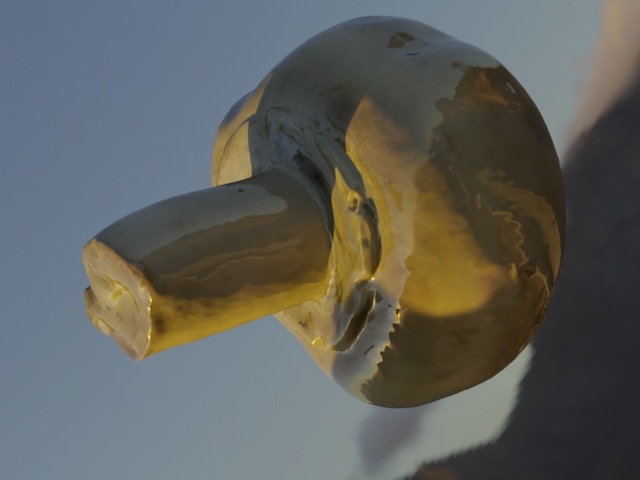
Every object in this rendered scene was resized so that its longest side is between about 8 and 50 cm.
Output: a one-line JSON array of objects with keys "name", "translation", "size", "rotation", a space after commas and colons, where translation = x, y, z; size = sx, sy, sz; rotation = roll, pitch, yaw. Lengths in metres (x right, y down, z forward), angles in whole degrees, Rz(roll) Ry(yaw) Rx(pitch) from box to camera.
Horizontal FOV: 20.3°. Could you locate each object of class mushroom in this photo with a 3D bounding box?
[{"name": "mushroom", "translation": [0.000, 0.000, 1.303], "size": [0.336, 0.314, 0.314], "rotation": [-23, -26, -26]}]
